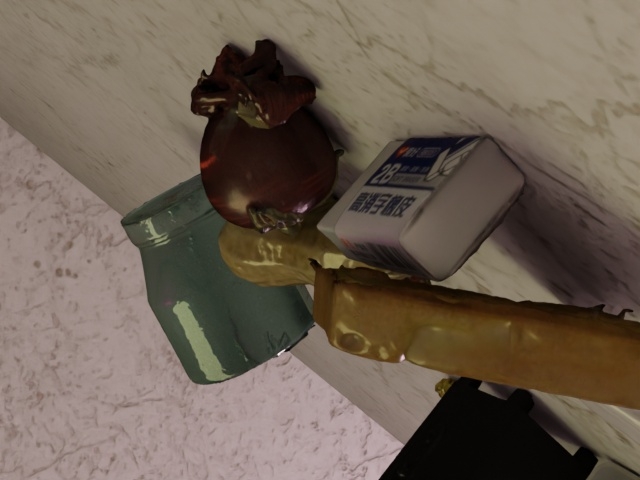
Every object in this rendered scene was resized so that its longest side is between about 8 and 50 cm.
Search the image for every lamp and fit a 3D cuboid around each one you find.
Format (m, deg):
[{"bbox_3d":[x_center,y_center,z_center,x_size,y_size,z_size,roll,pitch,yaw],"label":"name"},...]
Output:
[{"bbox_3d":[-0.065,-0.095,1.296,0.223,0.151,0.215,47,164,-27],"label":"lamp"}]

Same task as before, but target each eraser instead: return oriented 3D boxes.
[{"bbox_3d":[0.085,-0.032,1.096,0.068,0.124,0.210,43,170,-18],"label":"eraser"}]

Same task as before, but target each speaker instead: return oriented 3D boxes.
[{"bbox_3d":[0.249,0.360,1.834,0.184,0.254,0.232,42,170,-18],"label":"speaker"}]

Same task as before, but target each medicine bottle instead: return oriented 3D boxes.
[{"bbox_3d":[-0.171,0.050,1.928,0.290,0.245,0.245,63,164,-14],"label":"medicine bottle"}]

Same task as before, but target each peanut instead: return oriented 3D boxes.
[{"bbox_3d":[0.000,0.000,1.434,0.290,0.130,0.130,6,149,40],"label":"peanut"}]

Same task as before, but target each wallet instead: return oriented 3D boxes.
[{"bbox_3d":[0.379,0.221,1.393,0.190,0.033,0.095,38,171,12],"label":"wallet"}]

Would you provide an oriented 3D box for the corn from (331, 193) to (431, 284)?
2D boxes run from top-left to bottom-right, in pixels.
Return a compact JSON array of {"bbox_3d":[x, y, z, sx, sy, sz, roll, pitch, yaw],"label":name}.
[{"bbox_3d":[0.026,0.003,1.556,0.280,0.092,0.092,40,170,6],"label":"corn"}]

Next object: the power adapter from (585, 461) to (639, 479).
[{"bbox_3d":[0.465,0.437,1.754,0.130,0.125,0.205,28,165,47],"label":"power adapter"}]

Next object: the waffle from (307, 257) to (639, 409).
[{"bbox_3d":[0.138,0.077,1.090,0.304,0.077,0.348,10,180,-4],"label":"waffle"}]

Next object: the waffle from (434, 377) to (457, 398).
[{"bbox_3d":[0.282,0.306,2.093,0.191,0.038,0.191,38,169,9],"label":"waffle"}]
